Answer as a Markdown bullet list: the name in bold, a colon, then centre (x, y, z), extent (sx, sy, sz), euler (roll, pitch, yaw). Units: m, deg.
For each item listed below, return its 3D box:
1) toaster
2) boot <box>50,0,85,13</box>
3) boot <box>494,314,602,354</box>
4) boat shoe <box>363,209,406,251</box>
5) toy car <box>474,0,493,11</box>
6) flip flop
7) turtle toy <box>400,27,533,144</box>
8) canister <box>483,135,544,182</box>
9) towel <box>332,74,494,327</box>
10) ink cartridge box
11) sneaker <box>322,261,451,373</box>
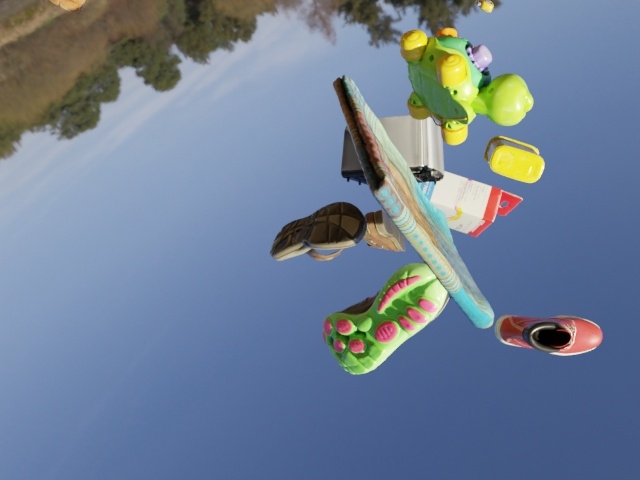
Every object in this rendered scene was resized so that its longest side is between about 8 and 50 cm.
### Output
- **toaster**: centre (0.144, -0.161, 1.142), extent (0.185, 0.110, 0.168), euler (-1, 180, 24)
- **boot**: centre (-0.612, -0.616, 1.385), extent (0.073, 0.197, 0.152), euler (-56, -175, -37)
- **boot**: centre (0.518, 0.204, 1.292), extent (0.244, 0.089, 0.176), euler (5, 176, -13)
- **boat shoe**: centre (0.195, -0.029, 1.990), extent (0.104, 0.307, 0.111), euler (-14, -112, 20)
- **toy car**: centre (0.174, -0.325, 0.722), extent (0.060, 0.122, 0.041), euler (-49, -165, 28)
- **flip flop**: centre (0.000, 0.000, 1.234), extent (0.277, 0.080, 0.112), euler (-18, -143, 49)
- **turtle toy**: centre (0.128, -0.140, 0.551), extent (0.066, 0.095, 0.130), euler (-35, -126, -12)
- **canister**: centre (0.455, -0.192, 1.448), extent (0.126, 0.073, 0.170), euler (19, -161, 7)
- **towel**: centre (0.144, -0.050, 0.921), extent (0.040, 0.370, 0.272), euler (-30, -136, 15)
- **ink cartridge box**: centre (0.303, -0.078, 1.339), extent (0.134, 0.230, 0.078), euler (93, 16, -76)
- **sneaker**: centre (0.178, 0.199, 1.562), extent (0.202, 0.185, 0.482), euler (-17, 166, -43)
